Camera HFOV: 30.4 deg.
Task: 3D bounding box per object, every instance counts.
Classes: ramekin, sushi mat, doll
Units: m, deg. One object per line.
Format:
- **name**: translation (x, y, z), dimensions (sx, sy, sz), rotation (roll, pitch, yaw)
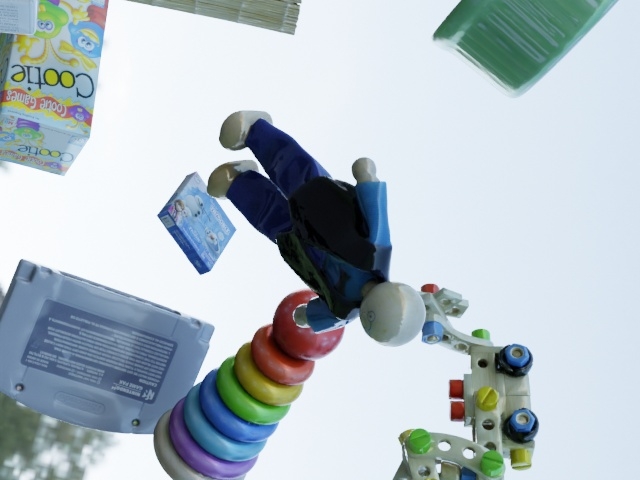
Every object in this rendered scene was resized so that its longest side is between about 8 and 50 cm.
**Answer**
- **ramekin**: translation (0.306, -0.337, 1.610), dimensions (0.303, 0.148, 0.303), rotation (-46, -179, 1)
- **sushi mat**: translation (-0.182, -0.378, 1.716), dimensions (0.151, 0.317, 0.019), rotation (103, -2, -59)
- **doll**: translation (0.000, 0.000, 0.711), dimensions (0.189, 0.046, 0.129), rotation (44, -50, 38)

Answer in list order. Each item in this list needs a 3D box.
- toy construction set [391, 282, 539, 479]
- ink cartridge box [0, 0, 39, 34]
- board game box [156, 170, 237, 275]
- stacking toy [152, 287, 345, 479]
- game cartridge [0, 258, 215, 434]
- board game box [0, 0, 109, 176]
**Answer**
- **toy construction set**: translation (0.184, 0.221, 1.599), dimensions (0.151, 0.215, 0.327), rotation (84, 6, -68)
- **ink cartridge box**: translation (-0.468, -0.368, 1.359), dimensions (0.066, 0.296, 0.261), rotation (110, -18, -57)
- **board game box**: translation (-0.143, -0.021, 1.374), dimensions (0.020, 0.090, 0.090), rotation (-21, -155, 30)
- **stacking toy**: translation (-0.080, 0.180, 1.499), dimensions (0.330, 0.141, 0.141), rotation (-52, -146, 30)
- **game cartridge**: translation (-0.315, 0.161, 1.643), dimensions (0.196, 0.294, 0.060), rotation (-68, -157, -1)
- **board game box**: translation (-0.434, -0.266, 1.862), dimensions (0.142, 0.144, 0.275), rotation (-39, -137, 53)
